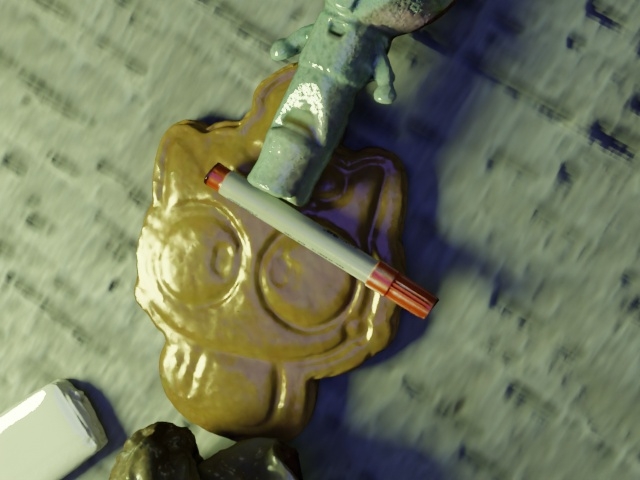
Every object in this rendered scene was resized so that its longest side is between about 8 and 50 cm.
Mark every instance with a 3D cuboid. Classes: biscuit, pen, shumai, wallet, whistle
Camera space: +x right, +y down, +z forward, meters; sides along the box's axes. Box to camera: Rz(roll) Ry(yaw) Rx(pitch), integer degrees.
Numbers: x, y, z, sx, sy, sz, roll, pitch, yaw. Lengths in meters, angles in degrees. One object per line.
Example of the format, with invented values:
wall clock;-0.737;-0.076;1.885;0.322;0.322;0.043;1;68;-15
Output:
biscuit;-0.048;0.014;0.931;0.269;0.051;0.376;12;96;10
pen;0.000;0.000;0.883;0.239;0.028;0.028;31;100;4
shumai;-0.100;0.283;0.891;0.185;0.184;0.218;15;104;13
wallet;-0.311;0.220;1.011;0.190;0.033;0.095;-36;88;13
whistle;0.036;-0.195;0.849;0.142;0.134;0.346;25;96;-2
